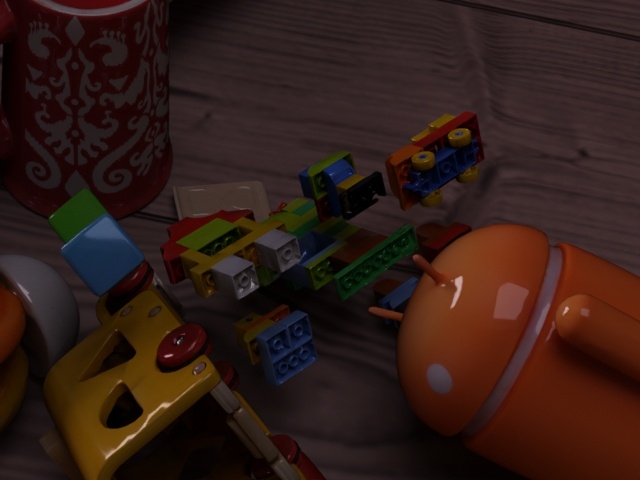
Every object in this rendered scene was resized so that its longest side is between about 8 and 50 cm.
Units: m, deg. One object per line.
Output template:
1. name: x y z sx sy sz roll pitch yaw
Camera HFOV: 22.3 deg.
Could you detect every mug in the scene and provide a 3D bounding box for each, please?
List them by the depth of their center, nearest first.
1. mug: -0.151 -0.095 0.961 0.113 0.169 0.150 37 55 18

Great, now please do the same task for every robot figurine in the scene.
1. robot figurine: 0.135 0.072 0.878 0.219 0.128 0.158 26 18 -5

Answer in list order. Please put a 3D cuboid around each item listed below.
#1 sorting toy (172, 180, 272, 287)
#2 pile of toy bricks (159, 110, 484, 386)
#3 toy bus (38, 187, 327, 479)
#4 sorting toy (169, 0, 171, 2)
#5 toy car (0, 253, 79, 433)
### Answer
1. sorting toy: -0.056 -0.003 1.004 0.062 0.012 0.083 -2 49 -17
2. pile of toy bricks: 0.000 0.000 0.958 0.212 0.118 0.105 -32 33 -31
3. toy bus: -0.094 0.089 0.852 0.104 0.202 0.191 -39 73 -6
4. sorting toy: -0.150 -0.221 1.123 0.208 0.038 0.193 26 51 30
5. toy car: -0.229 0.023 0.876 0.159 0.136 0.182 -34 64 -29
